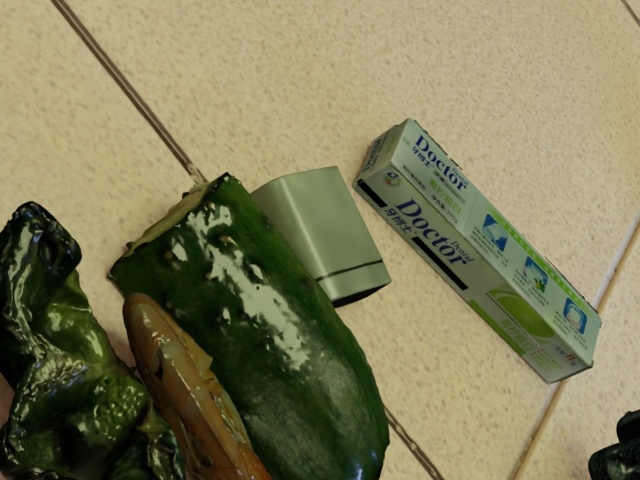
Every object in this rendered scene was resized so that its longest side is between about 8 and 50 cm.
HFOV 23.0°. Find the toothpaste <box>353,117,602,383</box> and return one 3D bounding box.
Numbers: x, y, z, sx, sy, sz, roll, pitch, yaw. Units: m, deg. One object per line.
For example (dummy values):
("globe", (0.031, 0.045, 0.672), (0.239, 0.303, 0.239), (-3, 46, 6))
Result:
("toothpaste", (0.176, 0.014, 1.711), (0.336, 0.067, 0.081), (44, 41, -19))

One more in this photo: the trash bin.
("trash bin", (0.000, 0.000, 1.528), (0.116, 0.059, 0.130), (-13, 76, -53))

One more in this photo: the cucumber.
("cucumber", (-0.041, 0.103, 1.385), (0.325, 0.105, 0.145), (57, 37, -8))

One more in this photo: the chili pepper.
("chili pepper", (-0.192, 0.117, 1.202), (0.265, 0.116, 0.148), (62, -2, 13))

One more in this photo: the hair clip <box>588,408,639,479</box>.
("hair clip", (0.393, 0.327, 1.640), (0.310, 0.206, 0.194), (47, 32, 7))

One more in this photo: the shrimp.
("shrimp", (-0.087, 0.160, 1.286), (0.061, 0.145, 0.267), (-28, 110, -12))
